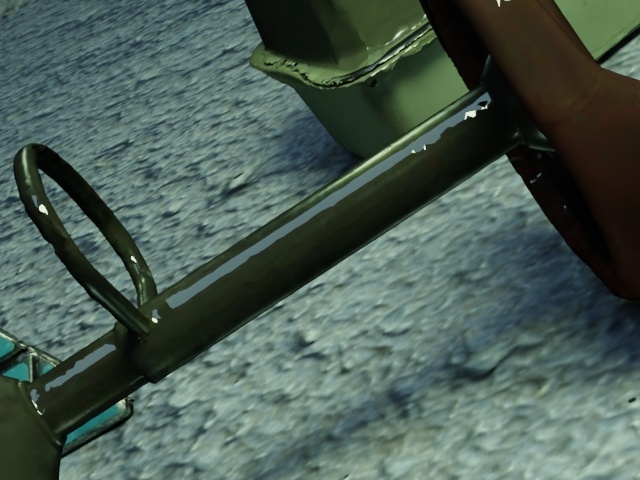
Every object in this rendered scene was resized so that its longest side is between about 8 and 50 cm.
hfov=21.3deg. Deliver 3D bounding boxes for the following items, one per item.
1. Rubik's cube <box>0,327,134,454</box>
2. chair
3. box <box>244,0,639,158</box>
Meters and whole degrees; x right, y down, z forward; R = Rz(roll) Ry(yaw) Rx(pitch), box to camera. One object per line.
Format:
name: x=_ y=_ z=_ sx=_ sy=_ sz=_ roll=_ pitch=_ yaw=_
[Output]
Rubik's cube: x=-0.244 y=0.135 z=1.092 sx=0.178 sy=0.211 sz=0.190 roll=-59 pitch=-7 yaw=-9
chair: x=0.000 y=0.000 z=0.781 sx=0.401 sy=0.226 sz=0.226 roll=-31 pitch=21 yaw=2
box: x=0.096 y=-0.185 z=1.125 sx=0.290 sy=0.166 sz=0.220 roll=-38 pitch=22 yaw=-9
